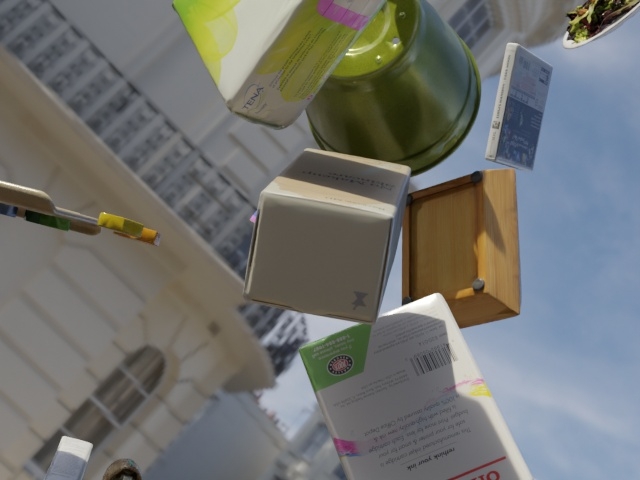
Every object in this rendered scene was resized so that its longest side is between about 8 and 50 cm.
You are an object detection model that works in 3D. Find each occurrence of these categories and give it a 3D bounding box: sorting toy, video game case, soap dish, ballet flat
[{"bbox_3d":[-0.387,-0.037,1.480,0.307,0.041,0.229,14,-7,8],"label":"sorting toy"},{"bbox_3d":[0.304,-0.198,1.638,0.022,0.173,0.190,12,4,27],"label":"video game case"},{"bbox_3d":[0.255,0.017,1.997,0.229,0.290,0.118,-16,-29,38],"label":"soap dish"},{"bbox_3d":[-0.303,0.410,1.529,0.073,0.206,0.067,16,-19,-16],"label":"ballet flat"}]

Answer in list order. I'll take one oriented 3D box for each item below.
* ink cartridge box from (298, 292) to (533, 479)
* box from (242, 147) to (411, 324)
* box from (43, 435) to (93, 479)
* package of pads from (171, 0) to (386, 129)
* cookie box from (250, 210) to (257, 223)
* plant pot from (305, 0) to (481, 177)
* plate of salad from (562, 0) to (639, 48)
[{"bbox_3d":[0.132,0.267,1.350,0.119,0.207,0.353,73,-5,-58],"label":"ink cartridge box"},{"bbox_3d":[0.018,-0.015,1.224,0.148,0.121,0.311,11,14,4],"label":"box"},{"bbox_3d":[-0.433,0.495,1.644,0.059,0.322,0.232,19,24,-6],"label":"box"},{"bbox_3d":[-0.027,-0.298,1.198,0.101,0.296,0.229,15,35,-41],"label":"package of pads"},{"bbox_3d":[-0.037,-0.007,1.465,0.092,0.040,0.107,34,-4,19],"label":"cookie box"},{"bbox_3d":[0.102,-0.344,2.052,0.366,0.366,0.353,33,-5,22],"label":"plant pot"},{"bbox_3d":[0.436,-0.362,1.602,0.048,0.200,0.200,45,-21,-14],"label":"plate of salad"}]
